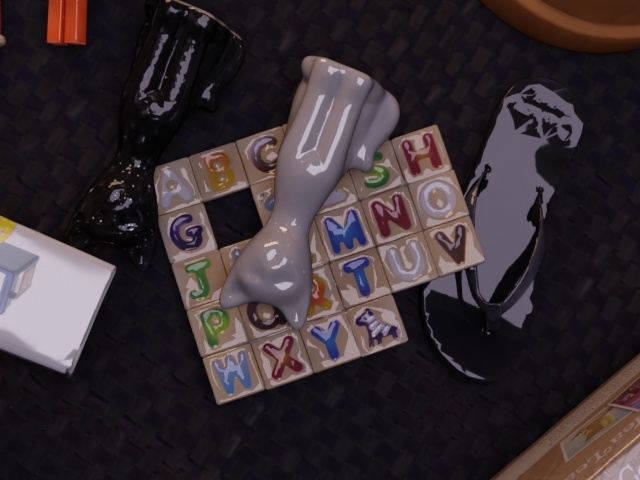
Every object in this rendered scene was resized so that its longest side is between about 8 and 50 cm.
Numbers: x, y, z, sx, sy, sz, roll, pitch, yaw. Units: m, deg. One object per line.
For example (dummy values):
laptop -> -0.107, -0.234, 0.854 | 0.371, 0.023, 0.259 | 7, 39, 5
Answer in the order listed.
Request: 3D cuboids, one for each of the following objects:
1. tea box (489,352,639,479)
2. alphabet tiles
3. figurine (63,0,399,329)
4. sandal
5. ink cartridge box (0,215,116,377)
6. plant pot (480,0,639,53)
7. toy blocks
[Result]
tea box -> 0.359, 0.222, 1.485 | 0.329, 0.220, 0.323 | -38, 94, -8
alphabet tiles -> 0.000, 0.000, 1.522 | 0.237, 0.009, 0.198 | -19, 80, -2
figurine -> -0.071, -0.055, 1.493 | 0.215, 0.092, 0.209 | 22, 89, 4
sandal -> 0.144, -0.011, 1.548 | 0.097, 0.054, 0.254 | 15, 86, -7
ink cartridge box -> -0.267, 0.023, 1.440 | 0.212, 0.154, 0.093 | 25, 83, -5
plant pot -> 0.244, -0.301, 1.499 | 0.291, 0.203, 0.291 | 0, 89, -8
toy blocks -> -0.233, -0.182, 1.503 | 0.123, 0.054, 0.148 | 6, 87, -7
